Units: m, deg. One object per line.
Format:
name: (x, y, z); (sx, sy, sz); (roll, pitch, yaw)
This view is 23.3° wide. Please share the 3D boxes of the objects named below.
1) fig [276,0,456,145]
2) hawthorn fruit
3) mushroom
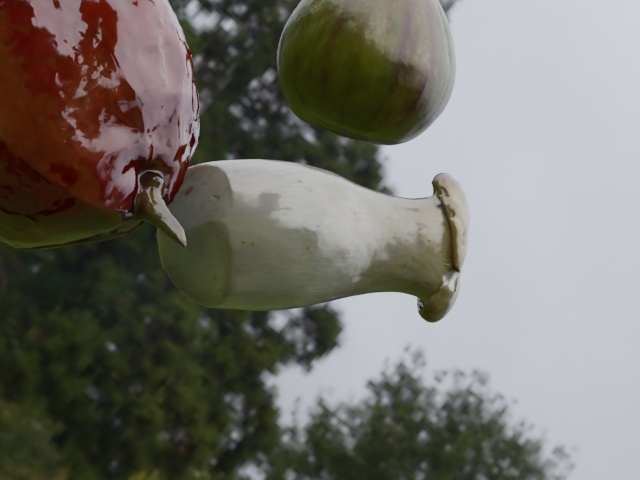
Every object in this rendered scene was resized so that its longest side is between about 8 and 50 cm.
fig: (0.053, -0.168, 1.259); (0.148, 0.186, 0.142); (10, 20, -33)
hawthorn fruit: (-0.148, -0.084, 0.890); (0.251, 0.189, 0.189); (46, -18, 15)
mushroom: (0.001, -0.001, 0.977); (0.212, 0.097, 0.088); (9, -43, -23)
